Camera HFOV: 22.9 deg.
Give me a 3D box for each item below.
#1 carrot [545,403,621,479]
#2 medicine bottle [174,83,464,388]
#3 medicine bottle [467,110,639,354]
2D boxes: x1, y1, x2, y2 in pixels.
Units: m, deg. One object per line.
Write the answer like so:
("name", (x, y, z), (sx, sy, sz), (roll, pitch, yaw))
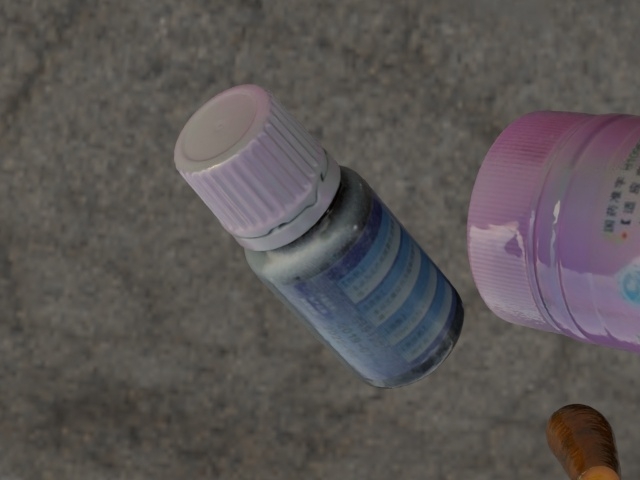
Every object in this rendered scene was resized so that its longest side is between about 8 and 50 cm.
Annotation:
("carrot", (0.124, 0.099, 0.740), (0.032, 0.032, 0.093), (1, -170, 2))
("medicine bottle", (0.000, 0.000, 0.896), (0.083, 0.083, 0.203), (-19, 134, 29))
("medicine bottle", (0.232, 0.002, 0.976), (0.254, 0.152, 0.152), (10, 158, 43))
